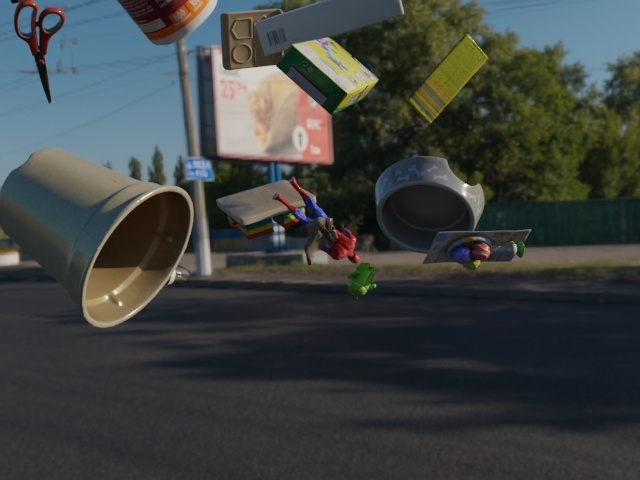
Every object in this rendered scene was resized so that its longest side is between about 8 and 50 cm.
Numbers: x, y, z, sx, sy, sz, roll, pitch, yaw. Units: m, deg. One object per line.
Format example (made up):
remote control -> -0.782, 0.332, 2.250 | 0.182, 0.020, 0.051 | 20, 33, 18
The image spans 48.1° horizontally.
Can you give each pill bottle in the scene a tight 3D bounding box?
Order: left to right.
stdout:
pill bottle -> -0.452, -0.702, 1.775 | 0.224, 0.224, 0.392 | -2, -38, 36

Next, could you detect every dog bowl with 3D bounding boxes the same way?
dog bowl -> 0.333, -0.097, 2.245 | 0.349, 0.348, 0.102 | -2, 42, 18

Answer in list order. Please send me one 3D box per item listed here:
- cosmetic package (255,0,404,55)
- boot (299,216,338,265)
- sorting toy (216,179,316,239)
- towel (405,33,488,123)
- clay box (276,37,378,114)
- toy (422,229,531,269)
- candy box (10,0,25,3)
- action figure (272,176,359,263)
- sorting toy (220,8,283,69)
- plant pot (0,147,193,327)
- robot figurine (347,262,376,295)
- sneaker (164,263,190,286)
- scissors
cosmetic package -> 0.018, -0.607, 1.960 | 0.378, 0.097, 0.284 | -16, 15, 2
boot -> 0.000, 0.000, 1.753 | 0.087, 0.118, 0.042 | -12, 27, -1
sorting toy -> -0.175, -0.098, 2.335 | 0.256, 0.089, 0.257 | -18, 24, -20
towel -> 0.339, -0.432, 1.922 | 0.102, 0.237, 0.021 | 39, 4, -29
clay box -> 0.021, -0.297, 1.272 | 0.053, 0.127, 0.222 | -49, -3, 26
toy -> 0.381, 0.032, 1.727 | 0.238, 0.056, 0.136 | -4, -35, -13
candy box -> -0.566, -0.553, 1.404 | 0.053, 0.109, 0.186 | -3, 38, 15
action figure -> -0.004, -0.044, 1.857 | 0.091, 0.280, 0.139 | -45, 15, -1
sorting toy -> -0.228, -0.672, 2.391 | 0.208, 0.192, 0.038 | -8, 36, -15
plant pot -> -0.494, -0.036, 1.521 | 0.306, 0.333, 0.334 | 30, 12, 16
robot figurine -> 0.130, 0.128, 2.304 | 0.101, 0.115, 0.067 | 40, -22, -34
sneaker -> -0.455, 0.100, 2.050 | 0.106, 0.078, 0.234 | 8, -6, -44
scissors -> -0.672, -0.437, 1.687 | 0.109, 0.021, 0.297 | -6, -34, -32
